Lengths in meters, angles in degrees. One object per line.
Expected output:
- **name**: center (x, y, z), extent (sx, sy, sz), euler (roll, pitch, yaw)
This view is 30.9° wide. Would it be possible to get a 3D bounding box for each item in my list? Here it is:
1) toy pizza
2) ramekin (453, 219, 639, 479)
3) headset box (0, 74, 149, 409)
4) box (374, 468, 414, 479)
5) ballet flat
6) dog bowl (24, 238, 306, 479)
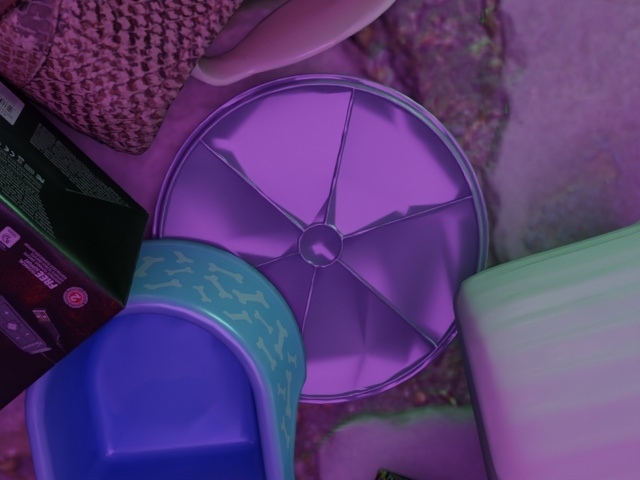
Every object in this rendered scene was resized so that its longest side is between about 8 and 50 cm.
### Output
- **toy pizza**: center (0.000, 0.000, 0.698), extent (0.201, 0.032, 0.201), euler (0, 101, -1)
- **ramekin**: center (0.159, 0.128, 0.614), extent (0.135, 0.277, 0.277), euler (-13, 98, 5)
- **headset box**: center (-0.271, 0.025, 0.597), extent (0.293, 0.110, 0.218), euler (-38, 112, 17)
- **box**: center (0.035, 0.235, 0.719), extent (0.054, 0.059, 0.169), euler (20, 95, -5)
- **ballet flat**: center (0.022, -0.232, 0.628), extent (0.483, 0.164, 0.182), euler (-43, 120, 8)
- **dog bowl**: center (-0.084, 0.152, 0.676), extent (0.165, 0.074, 0.297), euler (-6, 103, 3)
